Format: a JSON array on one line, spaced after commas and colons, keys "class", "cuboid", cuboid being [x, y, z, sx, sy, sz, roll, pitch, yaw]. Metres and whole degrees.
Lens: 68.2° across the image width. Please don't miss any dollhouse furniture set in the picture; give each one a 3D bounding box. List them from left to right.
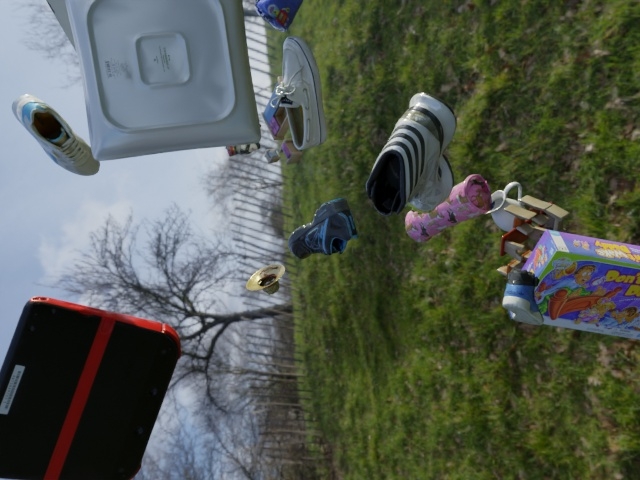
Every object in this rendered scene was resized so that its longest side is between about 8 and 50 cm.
[{"class": "dollhouse furniture set", "cuboid": [-0.232, -0.431, 1.702, 0.286, 0.303, 0.198, 63, 144, 18]}, {"class": "dollhouse furniture set", "cuboid": [0.689, -0.033, 1.578, 0.135, 0.259, 0.262, 36, 145, 45]}]

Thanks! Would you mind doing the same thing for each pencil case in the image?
[{"class": "pencil case", "cuboid": [-0.099, -0.827, 1.501, 0.306, 0.133, 0.119, -60, 31, 11]}, {"class": "pencil case", "cuboid": [0.506, -0.118, 1.901, 0.386, 0.167, 0.160, -34, 40, 53]}]

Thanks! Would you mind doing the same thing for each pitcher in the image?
[{"class": "pitcher", "cuboid": [0.768, -0.133, 1.907, 0.178, 0.207, 0.125, -44, 36, 24]}]

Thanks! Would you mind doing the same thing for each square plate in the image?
[{"class": "square plate", "cuboid": [-0.311, -0.352, 0.946, 0.049, 0.344, 0.347, -152, 54, -81]}]

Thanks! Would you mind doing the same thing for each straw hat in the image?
[{"class": "straw hat", "cuboid": [-0.162, 0.138, 1.510, 0.144, 0.144, 0.061, -85, -27, -64]}]

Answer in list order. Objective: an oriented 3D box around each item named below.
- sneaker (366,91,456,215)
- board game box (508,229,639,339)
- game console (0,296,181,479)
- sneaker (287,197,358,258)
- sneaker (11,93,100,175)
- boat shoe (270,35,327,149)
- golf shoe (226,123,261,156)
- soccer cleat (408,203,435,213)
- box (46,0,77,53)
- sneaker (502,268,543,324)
[{"class": "sneaker", "cuboid": [0.216, -0.151, 1.241, 0.257, 0.169, 0.447, -50, -25, -13]}, {"class": "board game box", "cuboid": [0.663, 0.113, 1.139, 0.078, 0.347, 0.233, -85, 5, -50]}, {"class": "game console", "cuboid": [-0.517, 0.342, 1.037, 0.060, 0.342, 0.387, 15, 85, 66]}, {"class": "sneaker", "cuboid": [0.000, 0.000, 1.522, 0.140, 0.125, 0.341, 64, 147, 13]}, {"class": "sneaker", "cuboid": [-0.588, -0.221, 1.074, 0.087, 0.092, 0.229, -49, -37, -12]}, {"class": "boat shoe", "cuboid": [-0.091, -0.479, 1.578, 0.136, 0.156, 0.367, 20, 130, 45]}, {"class": "golf shoe", "cuboid": [-0.184, -0.277, 1.138, 0.067, 0.086, 0.186, 88, 175, -59]}, {"class": "soccer cleat", "cuboid": [0.336, -0.179, 1.648, 0.121, 0.289, 0.093, -33, 47, 32]}, {"class": "box", "cuboid": [-0.517, -0.507, 1.053, 0.275, 0.094, 0.113, 67, -152, -23]}, {"class": "sneaker", "cuboid": [0.381, 0.102, 0.876, 0.152, 0.058, 0.085, 33, -112, -45]}]
